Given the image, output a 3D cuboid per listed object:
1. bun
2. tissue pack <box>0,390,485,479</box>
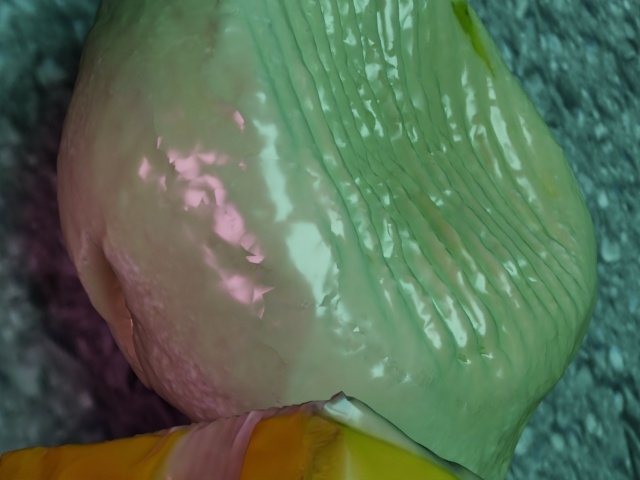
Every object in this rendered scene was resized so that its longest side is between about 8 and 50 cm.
[{"bbox_3d":[0.000,0.000,0.492,0.259,0.160,0.259,31,43,-35],"label":"bun"},{"bbox_3d":[-0.009,0.279,0.360,0.293,0.228,0.382,32,61,-28],"label":"tissue pack"}]
